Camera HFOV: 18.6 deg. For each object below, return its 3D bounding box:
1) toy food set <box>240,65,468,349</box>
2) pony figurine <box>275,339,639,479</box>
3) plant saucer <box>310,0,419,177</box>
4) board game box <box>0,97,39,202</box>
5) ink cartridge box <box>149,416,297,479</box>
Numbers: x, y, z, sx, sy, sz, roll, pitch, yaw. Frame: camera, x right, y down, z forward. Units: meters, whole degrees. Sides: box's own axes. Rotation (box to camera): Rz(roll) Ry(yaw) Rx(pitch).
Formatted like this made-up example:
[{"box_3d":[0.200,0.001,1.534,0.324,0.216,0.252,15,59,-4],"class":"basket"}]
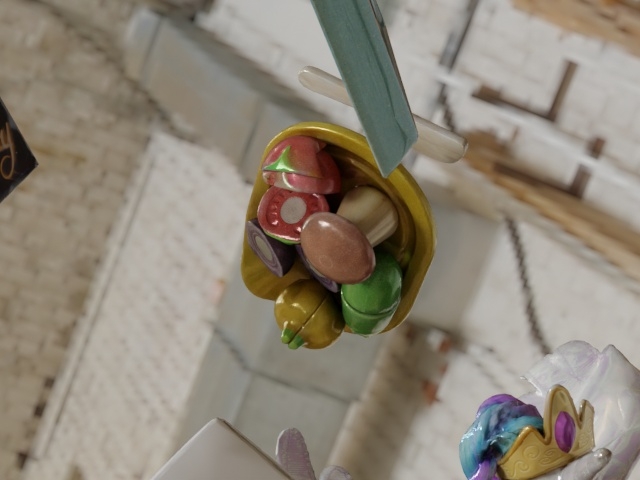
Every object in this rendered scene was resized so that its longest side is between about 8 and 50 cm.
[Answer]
[{"box_3d":[0.000,0.000,1.212,0.128,0.218,0.071,32,-129,12],"class":"toy food set"},{"box_3d":[0.149,0.229,1.341,0.302,0.363,0.351,-23,-163,-15],"class":"pony figurine"},{"box_3d":[-0.005,-0.100,0.555,0.192,0.018,0.067,66,-172,-50],"class":"plant saucer"},{"box_3d":[-0.278,-0.060,1.210,0.042,0.165,0.243,-19,-161,26],"class":"board game box"},{"box_3d":[-0.103,0.221,1.002,0.100,0.237,0.172,41,-131,5],"class":"ink cartridge box"}]
